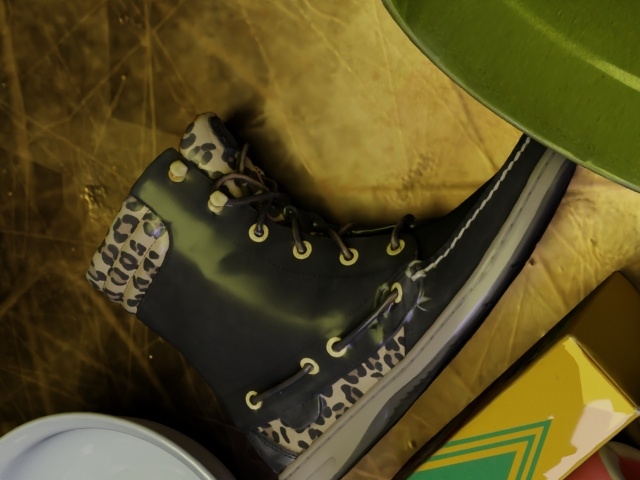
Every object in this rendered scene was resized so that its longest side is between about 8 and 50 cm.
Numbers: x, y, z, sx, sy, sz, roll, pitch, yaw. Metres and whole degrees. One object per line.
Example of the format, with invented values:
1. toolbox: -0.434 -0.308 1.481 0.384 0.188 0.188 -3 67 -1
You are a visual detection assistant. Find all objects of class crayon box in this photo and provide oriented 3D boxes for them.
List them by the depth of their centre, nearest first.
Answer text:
1. crayon box: 0.162 0.141 1.433 0.081 0.202 0.318 47 112 4

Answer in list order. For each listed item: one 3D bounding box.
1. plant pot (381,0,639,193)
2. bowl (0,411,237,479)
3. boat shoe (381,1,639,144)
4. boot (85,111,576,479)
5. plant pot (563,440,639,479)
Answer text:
1. plant pot: 0.273 -0.245 1.209 0.366 0.366 0.353 27 77 12
2. bowl: -0.163 0.273 1.614 0.297 0.134 0.298 4 103 18
3. boat shoe: 0.188 -0.145 1.415 0.301 0.108 0.102 31 78 15
4. boot: 0.000 0.000 1.498 0.284 0.138 0.377 41 117 7
5. plant pot: 0.221 0.307 1.432 0.275 0.275 0.243 38 102 8
